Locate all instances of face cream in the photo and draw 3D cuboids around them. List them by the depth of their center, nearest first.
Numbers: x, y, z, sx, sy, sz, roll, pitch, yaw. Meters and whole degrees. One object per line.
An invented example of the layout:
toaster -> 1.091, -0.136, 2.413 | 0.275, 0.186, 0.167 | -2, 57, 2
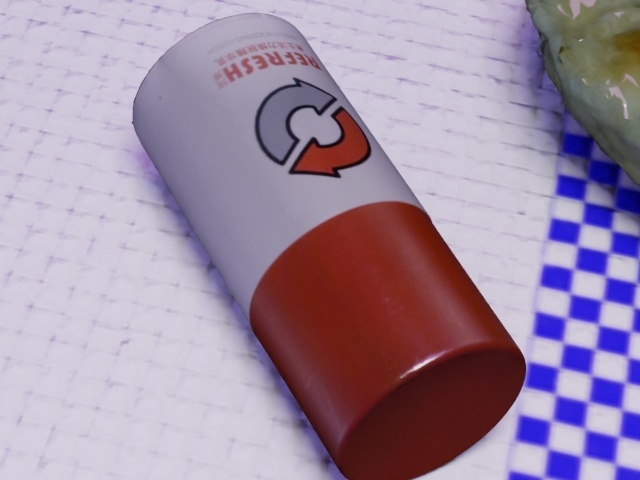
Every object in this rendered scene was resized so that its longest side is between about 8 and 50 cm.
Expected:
face cream -> 0.000, 0.000, 0.759 | 0.096, 0.096, 0.214 | -19, 55, -21

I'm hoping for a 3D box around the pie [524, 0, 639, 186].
pie -> 0.302, -0.116, 0.844 | 0.395, 0.180, 0.418 | 29, 60, 16
